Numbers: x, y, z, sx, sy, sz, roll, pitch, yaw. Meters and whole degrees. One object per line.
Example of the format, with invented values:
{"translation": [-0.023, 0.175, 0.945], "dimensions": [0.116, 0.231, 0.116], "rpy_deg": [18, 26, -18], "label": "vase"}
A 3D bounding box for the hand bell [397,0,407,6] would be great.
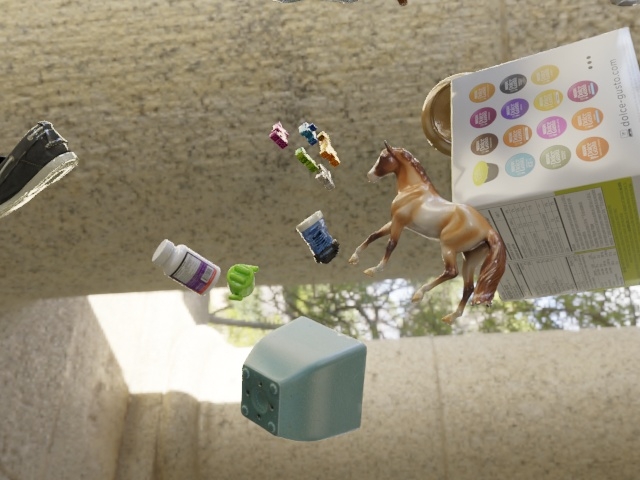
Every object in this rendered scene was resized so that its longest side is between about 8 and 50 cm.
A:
{"translation": [0.174, -0.680, 1.615], "dimensions": [0.126, 0.126, 0.241], "rpy_deg": [35, 41, -83], "label": "hand bell"}

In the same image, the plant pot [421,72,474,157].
{"translation": [0.379, -0.328, 1.739], "dimensions": [0.032, 0.237, 0.236], "rpy_deg": [31, 55, -74], "label": "plant pot"}

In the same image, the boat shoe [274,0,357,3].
{"translation": [-0.011, -0.518, 1.293], "dimensions": [0.302, 0.094, 0.109], "rpy_deg": [-22, 132, -43], "label": "boat shoe"}

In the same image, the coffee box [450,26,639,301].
{"translation": [0.456, -0.123, 1.279], "dimensions": [0.338, 0.335, 0.337], "rpy_deg": [50, 38, -45], "label": "coffee box"}

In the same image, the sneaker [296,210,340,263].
{"translation": [0.001, -0.001, 1.239], "dimensions": [0.084, 0.058, 0.152], "rpy_deg": [55, -5, 6], "label": "sneaker"}

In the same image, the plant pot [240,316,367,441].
{"translation": [-0.064, 0.369, 1.707], "dimensions": [0.252, 0.248, 0.246], "rpy_deg": [-13, 112, -43], "label": "plant pot"}

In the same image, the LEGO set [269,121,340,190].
{"translation": [-0.020, -0.234, 1.647], "dimensions": [0.227, 0.087, 0.093], "rpy_deg": [40, 28, -37], "label": "LEGO set"}

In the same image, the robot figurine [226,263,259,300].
{"translation": [-0.197, 0.101, 1.658], "dimensions": [0.115, 0.067, 0.101], "rpy_deg": [98, 14, -64], "label": "robot figurine"}

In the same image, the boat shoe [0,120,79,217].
{"translation": [-0.468, -0.088, 1.003], "dimensions": [0.079, 0.233, 0.084], "rpy_deg": [54, 17, -8], "label": "boat shoe"}

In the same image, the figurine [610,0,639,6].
{"translation": [0.481, -0.415, 0.943], "dimensions": [0.092, 0.215, 0.209], "rpy_deg": [70, 12, -60], "label": "figurine"}

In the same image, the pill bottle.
{"translation": [-0.416, 0.080, 2.068], "dimensions": [0.194, 0.108, 0.108], "rpy_deg": [35, 31, -22], "label": "pill bottle"}

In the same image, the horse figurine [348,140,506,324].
{"translation": [0.145, -0.005, 0.877], "dimensions": [0.174, 0.263, 0.066], "rpy_deg": [-58, 142, 0], "label": "horse figurine"}
